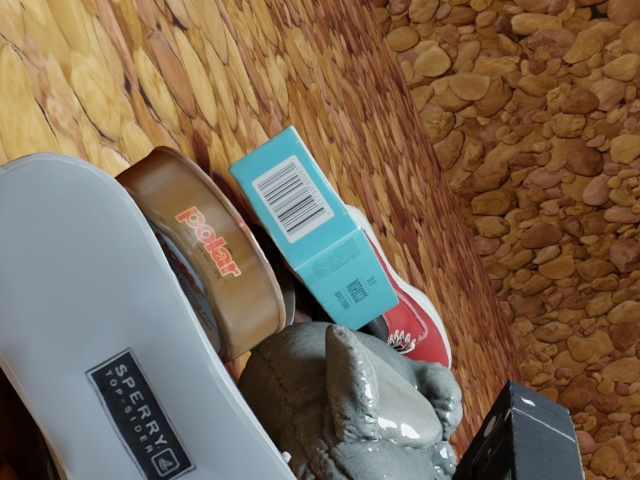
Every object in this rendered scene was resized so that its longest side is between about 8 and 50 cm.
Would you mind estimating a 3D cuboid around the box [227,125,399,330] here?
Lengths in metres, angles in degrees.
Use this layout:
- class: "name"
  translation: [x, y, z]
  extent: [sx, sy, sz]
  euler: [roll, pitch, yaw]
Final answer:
- class: "box"
  translation: [0.000, 0.000, 1.091]
  extent: [0.100, 0.060, 0.244]
  euler: [57, 0, 19]

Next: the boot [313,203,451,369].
- class: "boot"
  translation: [0.060, 0.104, 1.316]
  extent: [0.244, 0.088, 0.176]
  euler: [53, 20, -35]

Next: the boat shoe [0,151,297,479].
- class: "boat shoe"
  translation: [-0.070, 0.111, 0.593]
  extent: [0.306, 0.113, 0.105]
  euler: [59, -7, 4]

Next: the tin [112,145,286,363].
- class: "tin"
  translation: [-0.074, 0.015, 0.675]
  extent: [0.106, 0.040, 0.190]
  euler: [52, -20, -4]

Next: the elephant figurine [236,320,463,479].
- class: "elephant figurine"
  translation: [0.015, 0.131, 0.804]
  extent: [0.239, 0.186, 0.169]
  euler: [-24, 122, -84]

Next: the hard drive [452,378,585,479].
- class: "hard drive"
  translation: [0.097, 0.254, 0.890]
  extent: [0.064, 0.237, 0.339]
  euler: [28, 15, 0]

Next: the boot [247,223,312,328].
- class: "boot"
  translation: [-0.027, 0.054, 1.089]
  extent: [0.114, 0.037, 0.106]
  euler: [63, 11, -55]
